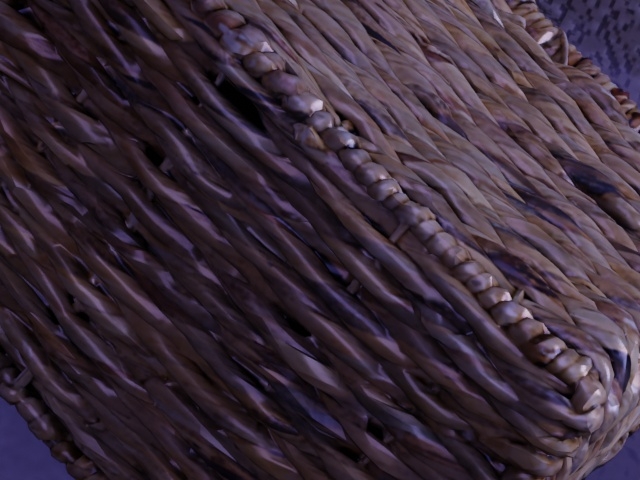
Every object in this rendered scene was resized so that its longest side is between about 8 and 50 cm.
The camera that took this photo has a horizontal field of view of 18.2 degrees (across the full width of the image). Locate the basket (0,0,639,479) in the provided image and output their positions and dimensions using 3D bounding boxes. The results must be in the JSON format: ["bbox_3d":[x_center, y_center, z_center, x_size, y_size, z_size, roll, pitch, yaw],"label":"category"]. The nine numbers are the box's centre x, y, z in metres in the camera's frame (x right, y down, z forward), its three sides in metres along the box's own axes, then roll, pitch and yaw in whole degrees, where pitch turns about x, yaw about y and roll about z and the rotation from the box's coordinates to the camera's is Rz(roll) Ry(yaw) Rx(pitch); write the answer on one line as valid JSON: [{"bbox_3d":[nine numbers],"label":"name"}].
[{"bbox_3d":[0.000,0.000,0.840,0.299,0.223,0.213,45,121,10],"label":"basket"}]
